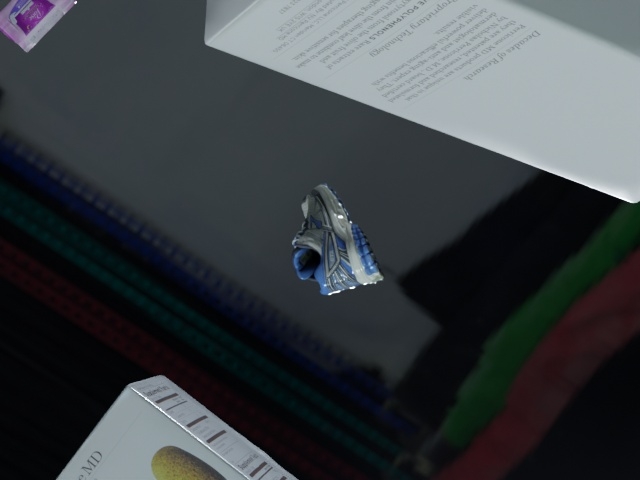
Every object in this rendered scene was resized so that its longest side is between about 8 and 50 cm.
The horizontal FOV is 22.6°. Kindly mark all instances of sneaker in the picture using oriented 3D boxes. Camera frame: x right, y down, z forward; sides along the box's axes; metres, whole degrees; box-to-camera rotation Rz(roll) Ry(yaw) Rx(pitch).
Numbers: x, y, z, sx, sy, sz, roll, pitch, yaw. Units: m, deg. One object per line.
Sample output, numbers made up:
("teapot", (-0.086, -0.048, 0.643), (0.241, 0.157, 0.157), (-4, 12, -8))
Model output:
("sneaker", (0.000, 0.000, 1.236), (0.058, 0.052, 0.135), (-28, -153, -4))

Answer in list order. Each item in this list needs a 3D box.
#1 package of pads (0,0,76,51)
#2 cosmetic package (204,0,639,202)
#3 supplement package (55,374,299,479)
("package of pads", (-0.315, -0.253, 1.771), (0.083, 0.050, 0.032), (-47, 163, -3))
("cosmetic package", (0.119, -0.178, 1.026), (0.155, 0.365, 0.197), (-31, -128, 49))
("supplement package", (-0.086, 0.236, 1.286), (0.139, 0.244, 0.134), (-54, 174, 2))
